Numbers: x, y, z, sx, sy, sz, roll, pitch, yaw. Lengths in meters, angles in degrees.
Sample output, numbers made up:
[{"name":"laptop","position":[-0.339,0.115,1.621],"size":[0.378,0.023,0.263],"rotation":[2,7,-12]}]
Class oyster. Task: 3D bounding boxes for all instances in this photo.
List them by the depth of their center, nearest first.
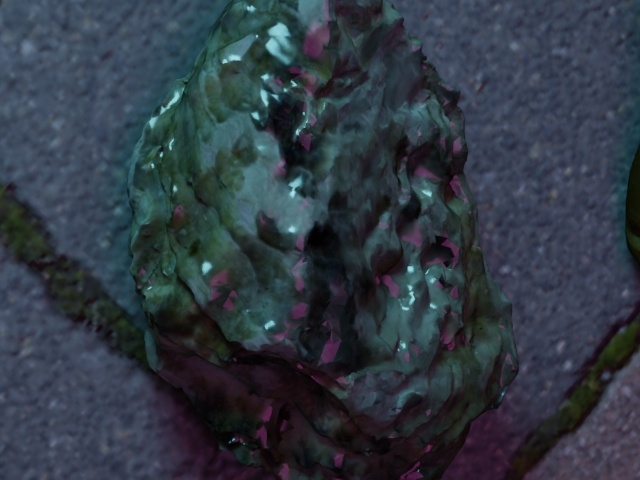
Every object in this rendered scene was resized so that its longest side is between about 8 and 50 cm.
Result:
[{"name":"oyster","position":[0.000,0.000,0.959],"size":[0.198,0.112,0.267],"rotation":[-38,111,-16]}]

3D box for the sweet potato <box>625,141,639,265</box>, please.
[{"name":"sweet potato","position":[0.195,-0.148,1.052],"size":[0.108,0.079,0.346],"rotation":[-9,107,4]}]
